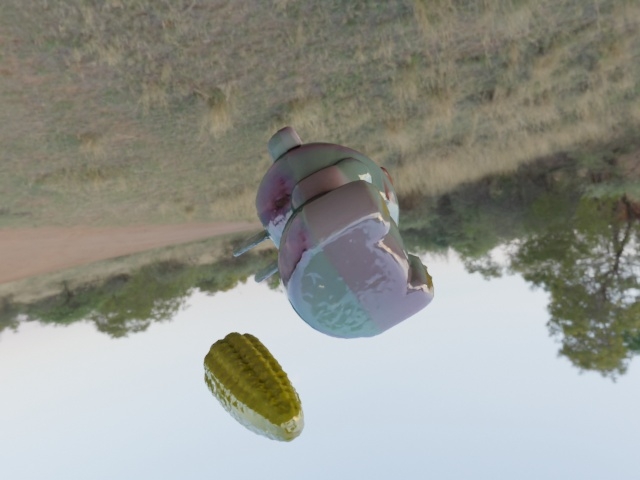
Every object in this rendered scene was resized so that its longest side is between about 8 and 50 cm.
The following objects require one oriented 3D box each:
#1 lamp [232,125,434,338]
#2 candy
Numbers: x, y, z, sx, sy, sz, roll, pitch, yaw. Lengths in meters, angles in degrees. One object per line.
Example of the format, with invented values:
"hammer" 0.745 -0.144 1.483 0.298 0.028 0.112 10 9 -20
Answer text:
"lamp" 0.000 0.000 0.700 0.247 0.247 0.301 -34 -153 10
"candy" -0.085 0.203 0.707 0.094 0.106 0.199 -5 -164 -30
